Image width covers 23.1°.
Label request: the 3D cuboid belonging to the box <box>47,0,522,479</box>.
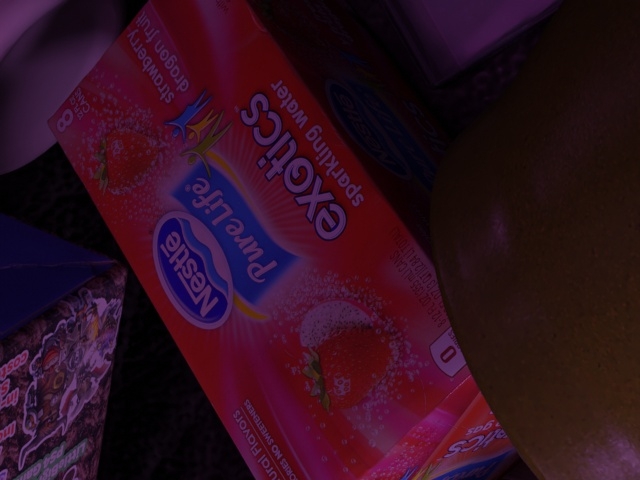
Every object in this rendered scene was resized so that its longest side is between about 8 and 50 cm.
[{"bbox_3d":[0.000,0.000,0.723,0.128,0.122,0.257,-46,60,22],"label":"box"}]

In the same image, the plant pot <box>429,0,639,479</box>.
[{"bbox_3d":[0.235,-0.042,0.552,0.353,0.366,0.366,-40,80,34],"label":"plant pot"}]

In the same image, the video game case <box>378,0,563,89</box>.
[{"bbox_3d":[0.118,-0.225,0.736,0.274,0.026,0.196,-32,83,23],"label":"video game case"}]

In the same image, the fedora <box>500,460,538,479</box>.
[{"bbox_3d":[0.091,0.181,0.763,0.194,0.079,0.194,3,96,24],"label":"fedora"}]

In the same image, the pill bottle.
[{"bbox_3d":[-0.227,-0.148,0.837,0.229,0.131,0.131,37,109,16],"label":"pill bottle"}]

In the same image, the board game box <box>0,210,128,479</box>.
[{"bbox_3d":[-0.243,0.118,0.759,0.232,0.141,0.291,21,119,18],"label":"board game box"}]

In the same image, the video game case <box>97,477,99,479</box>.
[{"bbox_3d":[-0.287,0.167,0.910,0.300,0.036,0.329,46,119,5],"label":"video game case"}]
